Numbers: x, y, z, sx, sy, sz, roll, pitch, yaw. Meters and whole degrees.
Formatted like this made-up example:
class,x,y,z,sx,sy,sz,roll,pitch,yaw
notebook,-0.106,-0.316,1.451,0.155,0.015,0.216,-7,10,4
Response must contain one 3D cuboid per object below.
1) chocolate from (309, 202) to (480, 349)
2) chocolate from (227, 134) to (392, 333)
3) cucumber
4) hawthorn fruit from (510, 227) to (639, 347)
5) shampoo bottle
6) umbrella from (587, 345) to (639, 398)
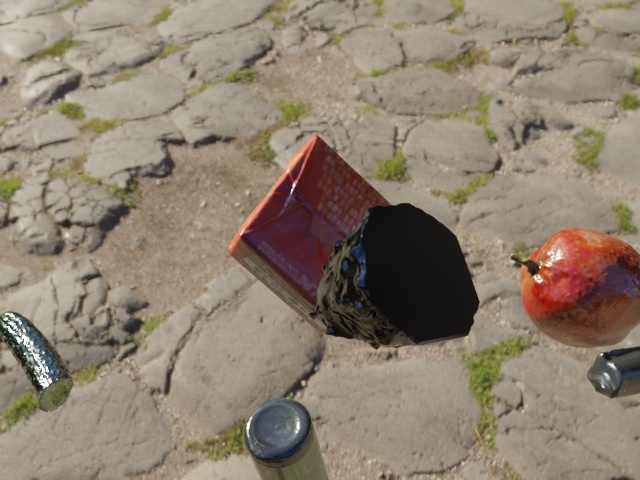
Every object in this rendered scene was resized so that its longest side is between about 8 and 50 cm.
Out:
class,x,y,z,sx,sy,sz,roll,pitch,yaw
chocolate,0.055,0.049,0.682,0.156,0.133,0.156,17,60,-32
chocolate,0.000,0.000,1.051,0.237,0.108,0.235,42,55,-16
cucumber,-0.418,0.162,0.979,0.058,0.052,0.214,-33,45,-25
hawthorn fruit,0.430,0.076,1.153,0.253,0.205,0.205,16,42,-17
shampoo bottle,-0.041,0.356,1.039,0.101,0.284,0.101,-6,44,6
umbrella,0.374,0.108,0.638,0.340,0.118,0.118,0,39,-33
